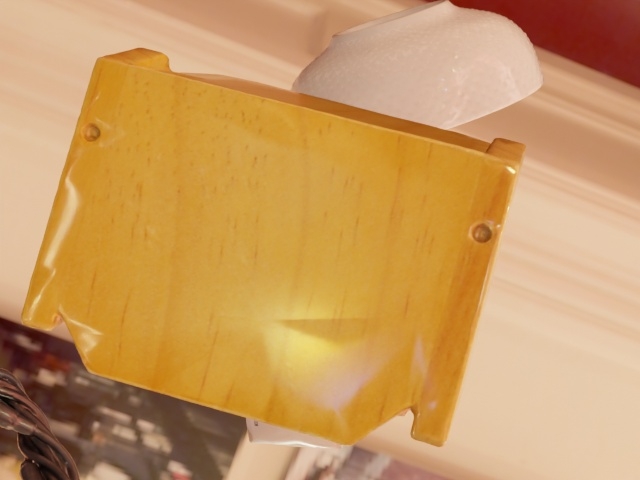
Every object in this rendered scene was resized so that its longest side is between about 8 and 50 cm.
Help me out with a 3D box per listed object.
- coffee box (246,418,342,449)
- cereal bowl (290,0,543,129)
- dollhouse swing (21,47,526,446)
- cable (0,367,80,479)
[{"bbox_3d":[-0.011,0.079,1.314,0.246,0.098,0.141,-75,165,-55],"label":"coffee box"},{"bbox_3d":[0.108,-0.221,1.652,0.339,0.339,0.141,-109,-179,-78],"label":"cereal bowl"},{"bbox_3d":[-0.019,-0.003,1.124,0.305,0.347,0.315,51,54,-80],"label":"dollhouse swing"},{"bbox_3d":[-0.237,0.158,0.889,0.047,0.184,0.150,-47,156,20],"label":"cable"}]
